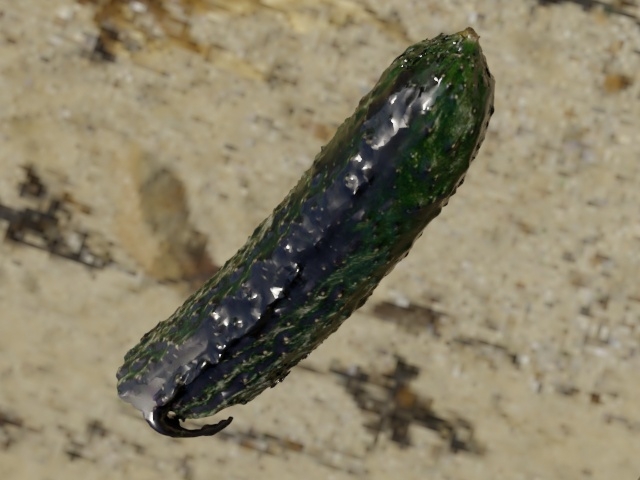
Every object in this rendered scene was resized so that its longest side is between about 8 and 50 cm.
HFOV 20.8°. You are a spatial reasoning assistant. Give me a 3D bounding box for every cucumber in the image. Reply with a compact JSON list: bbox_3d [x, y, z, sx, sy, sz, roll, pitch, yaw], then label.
[{"bbox_3d":[0.002,0.002,0.759,0.067,0.067,0.245,25,129,-28],"label":"cucumber"}]

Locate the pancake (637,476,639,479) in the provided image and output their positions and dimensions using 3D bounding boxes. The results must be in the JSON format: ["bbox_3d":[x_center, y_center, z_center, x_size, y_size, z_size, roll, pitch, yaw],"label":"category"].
[{"bbox_3d":[0.095,0.229,0.586,0.049,0.294,0.294,13,165,11],"label":"pancake"}]
